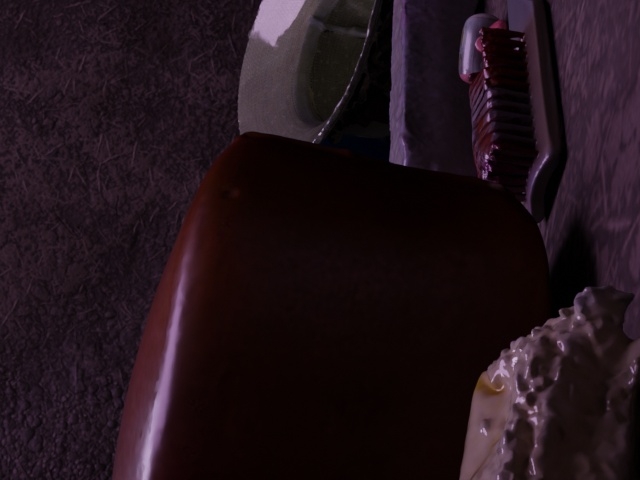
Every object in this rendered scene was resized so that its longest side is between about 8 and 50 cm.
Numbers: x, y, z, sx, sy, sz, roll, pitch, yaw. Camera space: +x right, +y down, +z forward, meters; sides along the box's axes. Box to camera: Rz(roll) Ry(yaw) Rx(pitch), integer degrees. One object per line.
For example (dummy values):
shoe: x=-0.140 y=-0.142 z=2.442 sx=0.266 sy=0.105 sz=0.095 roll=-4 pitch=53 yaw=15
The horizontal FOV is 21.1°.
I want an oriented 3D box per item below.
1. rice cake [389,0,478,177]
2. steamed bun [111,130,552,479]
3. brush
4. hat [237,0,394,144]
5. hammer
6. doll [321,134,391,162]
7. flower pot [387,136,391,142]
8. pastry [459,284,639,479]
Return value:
rice cake: x=0.094 y=-0.182 z=1.388 sx=0.064 sy=0.070 sz=0.399 roll=112 pitch=167 yaw=-50
steamed bun: x=-0.002 y=0.141 z=0.992 sx=0.379 sy=0.235 sz=0.248 roll=105 pitch=177 yaw=-49
brush: x=0.122 y=-0.138 z=1.128 sx=0.321 sy=0.050 sz=0.060 roll=-86 pitch=2 yaw=-48
hat: x=0.039 y=-0.171 z=1.566 sx=0.257 sy=0.130 sz=0.257 roll=-39 pitch=43 yaw=50
hammer: x=0.121 y=-0.142 z=1.228 sx=0.083 sy=0.031 sz=0.053 roll=142 pitch=133 yaw=-80
doll: x=0.000 y=0.000 z=1.646 sx=0.215 sy=0.161 sz=0.257 roll=49 pitch=-142 yaw=-37
flower pot: x=0.012 y=-0.167 z=1.828 sx=0.243 sy=0.157 sz=0.189 roll=105 pitch=170 yaw=-69
pastry: x=0.098 y=0.158 z=0.726 sx=0.121 sy=0.089 sz=0.258 roll=81 pitch=-165 yaw=-59
